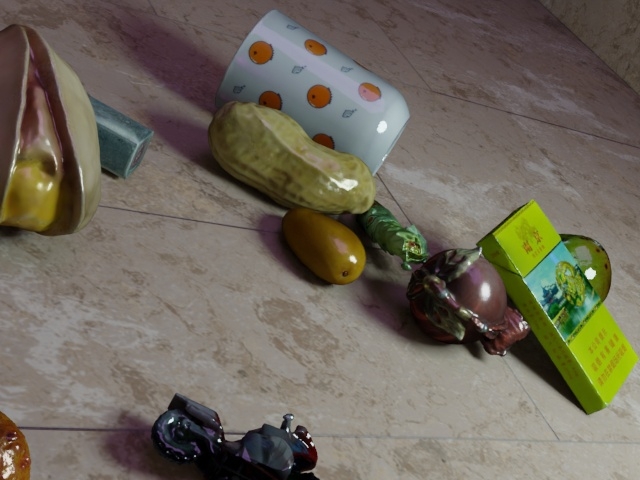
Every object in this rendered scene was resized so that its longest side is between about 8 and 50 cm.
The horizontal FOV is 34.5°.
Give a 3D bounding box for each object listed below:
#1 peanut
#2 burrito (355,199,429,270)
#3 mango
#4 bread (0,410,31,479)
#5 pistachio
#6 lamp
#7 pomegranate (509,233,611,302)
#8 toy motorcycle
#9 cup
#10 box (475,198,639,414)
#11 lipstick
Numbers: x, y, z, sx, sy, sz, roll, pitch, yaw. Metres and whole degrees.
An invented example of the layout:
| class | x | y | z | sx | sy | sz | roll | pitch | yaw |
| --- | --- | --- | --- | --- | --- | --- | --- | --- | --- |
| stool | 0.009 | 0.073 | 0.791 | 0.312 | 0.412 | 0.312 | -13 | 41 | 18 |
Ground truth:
| class | x | y | z | sx | sy | sz | roll | pitch | yaw |
| --- | --- | --- | --- | --- | --- | --- | --- | --- | --- |
| peanut | -0.047 | -0.132 | 1.742 | 0.305 | 0.147 | 0.147 | 31 | 28 | -2 |
| burrito | 0.129 | -0.009 | 1.725 | 0.104 | 0.054 | 0.288 | 21 | 10 | -15 |
| mango | 0.000 | 0.000 | 1.630 | 0.102 | 0.085 | 0.184 | 2 | 34 | -42 |
| bread | -0.396 | 0.167 | 0.983 | 0.269 | 0.095 | 0.139 | 33 | 21 | 14 |
| pistachio | -0.394 | -0.140 | 1.339 | 0.230 | 0.230 | 0.309 | 8 | 44 | -35 |
| lamp | 0.218 | 0.094 | 1.640 | 0.223 | 0.151 | 0.215 | 55 | 5 | -42 |
| pomegranate | 0.435 | 0.064 | 1.878 | 0.205 | 0.159 | 0.159 | -11 | 43 | -17 |
| toy motorcycle | -0.085 | 0.235 | 1.172 | 0.213 | 0.082 | 0.122 | 28 | 29 | -7 |
| cup | -0.006 | -0.252 | 1.896 | 0.317 | 0.212 | 0.212 | 33 | 28 | 4 |
| box | 0.400 | 0.104 | 1.723 | 0.335 | 0.047 | 0.187 | 56 | 39 | 1 |
| lipstick | -0.404 | -0.200 | 1.580 | 0.289 | 0.077 | 0.076 | 28 | 29 | -2 |
